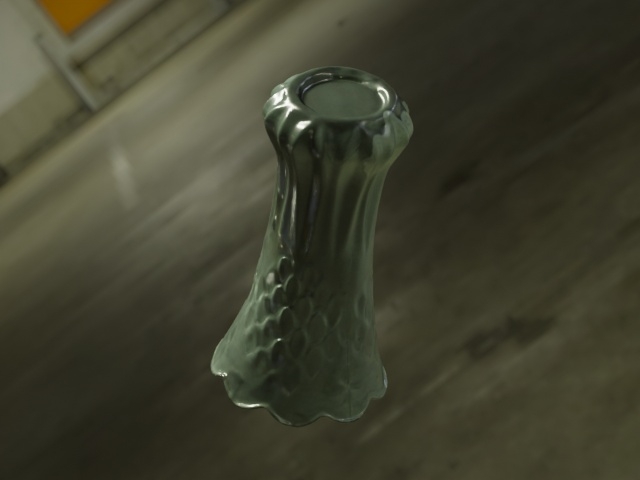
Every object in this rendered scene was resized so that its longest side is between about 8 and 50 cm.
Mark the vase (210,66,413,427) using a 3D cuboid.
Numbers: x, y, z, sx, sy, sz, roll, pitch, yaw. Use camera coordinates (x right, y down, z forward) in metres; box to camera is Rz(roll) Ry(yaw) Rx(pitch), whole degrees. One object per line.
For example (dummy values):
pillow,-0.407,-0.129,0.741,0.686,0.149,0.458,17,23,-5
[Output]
vase,0.000,0.000,0.821,0.081,0.081,0.148,-49,-26,-51
